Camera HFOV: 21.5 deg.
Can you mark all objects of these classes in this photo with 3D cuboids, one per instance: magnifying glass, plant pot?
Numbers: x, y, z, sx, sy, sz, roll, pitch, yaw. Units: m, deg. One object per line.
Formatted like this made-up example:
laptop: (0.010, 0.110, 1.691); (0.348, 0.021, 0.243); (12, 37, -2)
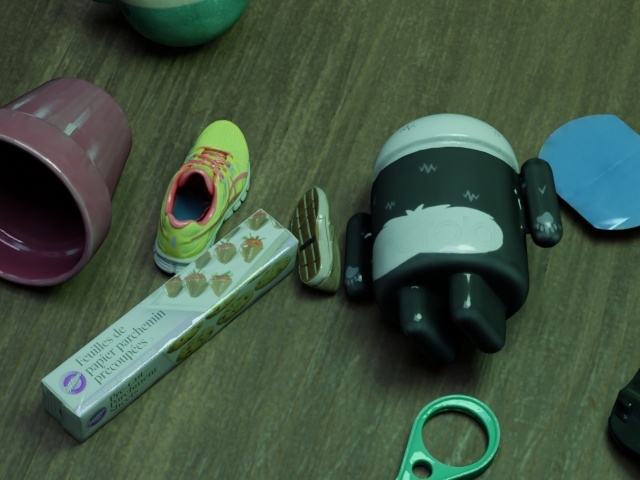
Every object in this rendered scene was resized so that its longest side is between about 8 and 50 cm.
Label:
magnifying glass: (0.100, 0.247, 1.759); (0.092, 0.026, 0.231); (39, 62, 19)
plant pot: (-0.302, -0.080, 1.853); (0.201, 0.201, 0.180); (21, 41, 8)

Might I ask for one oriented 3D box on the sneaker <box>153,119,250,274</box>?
sneaker: (-0.129, -0.064, 1.904); (0.081, 0.094, 0.208); (13, 55, 5)

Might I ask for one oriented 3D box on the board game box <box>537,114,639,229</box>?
board game box: (0.337, -0.072, 1.993); (0.133, 0.033, 0.169); (-34, 60, -19)

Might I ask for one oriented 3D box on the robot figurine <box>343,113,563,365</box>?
robot figurine: (0.141, -0.005, 1.847); (0.209, 0.173, 0.278); (6, 56, -9)

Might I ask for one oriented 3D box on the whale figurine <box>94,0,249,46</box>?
whale figurine: (-0.193, -0.329, 2.075); (0.216, 0.141, 0.272); (-29, 39, -23)

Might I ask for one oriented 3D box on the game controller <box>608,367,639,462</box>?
game controller: (0.441, 0.198, 1.713); (0.166, 0.067, 0.319); (-49, 44, -10)

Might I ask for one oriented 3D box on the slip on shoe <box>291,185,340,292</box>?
slip on shoe: (0.000, 0.000, 1.908); (0.041, 0.051, 0.135); (29, 37, -35)

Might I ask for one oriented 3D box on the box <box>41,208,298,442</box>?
box: (-0.158, 0.088, 1.818); (0.063, 0.067, 0.324); (40, 61, 20)
